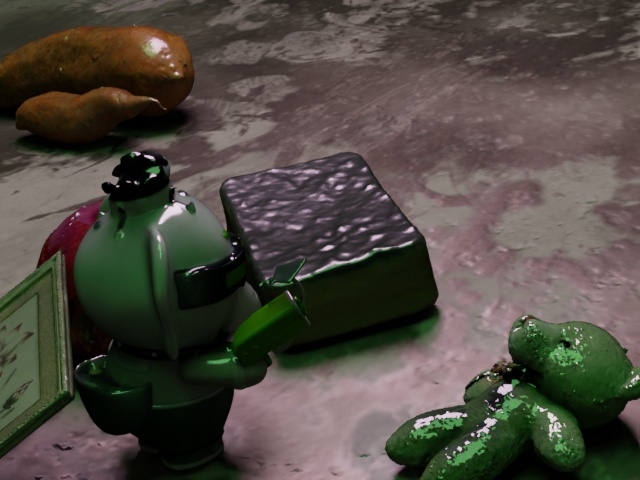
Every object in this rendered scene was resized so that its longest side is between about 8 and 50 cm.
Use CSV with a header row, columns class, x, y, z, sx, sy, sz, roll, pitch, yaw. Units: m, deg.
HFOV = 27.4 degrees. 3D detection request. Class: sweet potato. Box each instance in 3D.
class,x,y,z,sx,sy,sz,roll,pitch,yaw
sweet potato,-0.225,-0.123,1.280,0.195,0.056,0.056,-5,26,33
sweet potato,-0.237,-0.174,1.357,0.292,0.097,0.097,3,29,37

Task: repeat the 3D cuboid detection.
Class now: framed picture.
class,x,y,z,sx,sy,sz,roll,pitch,yaw
framed picture,-0.234,0.114,0.768,0.231,0.010,0.173,-39,28,6

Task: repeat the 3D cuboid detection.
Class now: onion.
class,x,y,z,sx,sy,sz,roll,pitch,yaw
onion,-0.133,0.005,0.920,0.150,0.140,0.150,-2,44,2

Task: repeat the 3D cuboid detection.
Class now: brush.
class,x,y,z,sx,sy,sz,roll,pitch,yaw
brush,0.000,0.000,0.972,0.123,0.059,0.197,-16,28,-9

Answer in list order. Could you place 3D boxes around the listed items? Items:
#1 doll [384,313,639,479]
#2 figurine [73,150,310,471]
class,x,y,z,sx,sy,sz,roll,pitch,yaw
doll,0.112,0.093,0.754,0.150,0.077,0.115,-31,22,-15
figurine,-0.091,0.039,0.781,0.126,0.192,0.147,-18,25,-25
